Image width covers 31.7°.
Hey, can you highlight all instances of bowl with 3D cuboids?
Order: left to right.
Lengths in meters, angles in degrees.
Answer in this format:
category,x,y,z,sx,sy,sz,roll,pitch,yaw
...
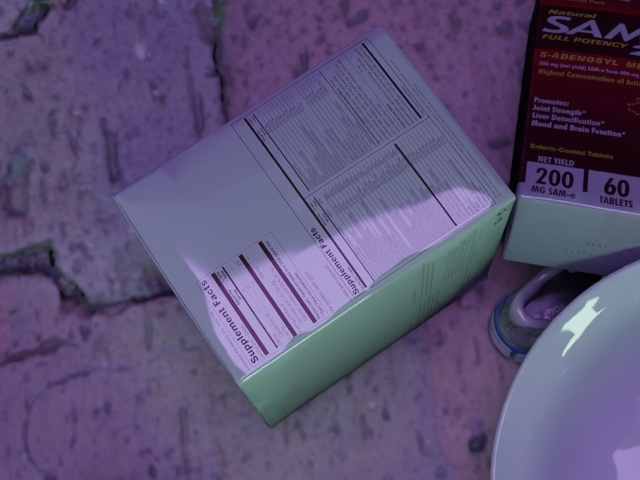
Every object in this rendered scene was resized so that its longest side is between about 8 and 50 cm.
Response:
category,x,y,z,sx,sy,sz,roll,pitch,yaw
bowl,0.268,0.158,0.714,0.298,0.134,0.297,-11,70,32

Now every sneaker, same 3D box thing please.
category,x,y,z,sx,sy,sz,roll,pitch,yaw
sneaker,0.213,0.027,0.809,0.191,0.083,0.071,-29,73,-6

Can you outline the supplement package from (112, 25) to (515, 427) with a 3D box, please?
category,x,y,z,sx,sy,sz,roll,pitch,yaw
supplement package,0.000,0.000,0.770,0.203,0.194,0.149,-34,74,-7

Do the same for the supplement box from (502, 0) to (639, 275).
category,x,y,z,sx,sy,sz,roll,pitch,yaw
supplement box,0.208,-0.089,0.807,0.130,0.073,0.239,9,52,6
